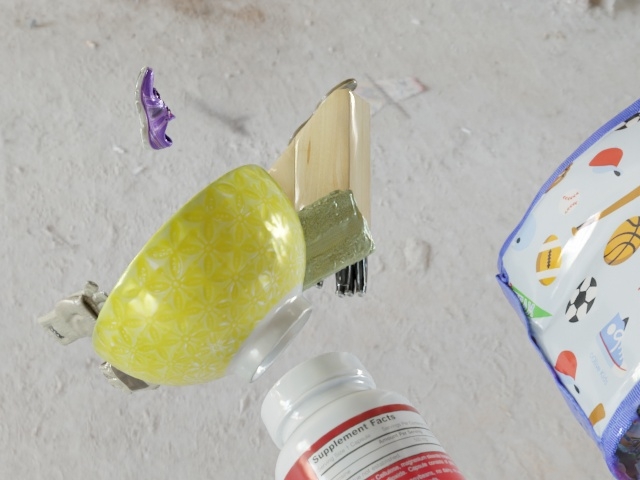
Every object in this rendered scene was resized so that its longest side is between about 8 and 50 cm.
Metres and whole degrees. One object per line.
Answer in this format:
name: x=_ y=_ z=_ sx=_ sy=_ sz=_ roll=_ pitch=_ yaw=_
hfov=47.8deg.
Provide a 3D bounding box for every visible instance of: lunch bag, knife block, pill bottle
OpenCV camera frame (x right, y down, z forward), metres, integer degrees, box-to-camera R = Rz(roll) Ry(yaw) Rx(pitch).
lunch bag: x=0.376 y=0.017 z=0.676 sx=0.239 sy=0.385 sz=0.328 roll=49 pitch=14 yaw=-26
knife block: x=0.036 y=-0.059 z=1.123 sx=0.242 sy=0.276 sz=0.088 roll=46 pitch=14 yaw=22
pill bottle: x=0.081 y=0.354 z=0.970 sx=0.229 sy=0.229 sz=0.408 roll=-14 pitch=46 yaw=-26

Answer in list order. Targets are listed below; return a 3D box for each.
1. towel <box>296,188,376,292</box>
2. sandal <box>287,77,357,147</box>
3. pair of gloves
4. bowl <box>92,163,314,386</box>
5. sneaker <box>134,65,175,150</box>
towel: x=0.000 y=0.000 z=1.025 sx=0.148 sy=0.027 sz=0.110 roll=-28 pitch=98 yaw=-13
sandal: x=0.011 y=-0.227 z=1.345 sx=0.049 sy=0.180 sz=0.072 roll=46 pitch=16 yaw=8
pair of gloves: x=-0.368 y=0.182 z=1.279 sx=0.240 sy=0.204 sz=0.042 roll=45 pitch=46 yaw=-15
bowl: x=-0.102 y=0.072 z=0.834 sx=0.156 sy=0.289 sz=0.289 roll=40 pitch=51 yaw=9
sneaker: x=-0.324 y=-0.262 z=1.424 sx=0.071 sy=0.170 sz=0.068 roll=-4 pitch=30 yaw=-3
